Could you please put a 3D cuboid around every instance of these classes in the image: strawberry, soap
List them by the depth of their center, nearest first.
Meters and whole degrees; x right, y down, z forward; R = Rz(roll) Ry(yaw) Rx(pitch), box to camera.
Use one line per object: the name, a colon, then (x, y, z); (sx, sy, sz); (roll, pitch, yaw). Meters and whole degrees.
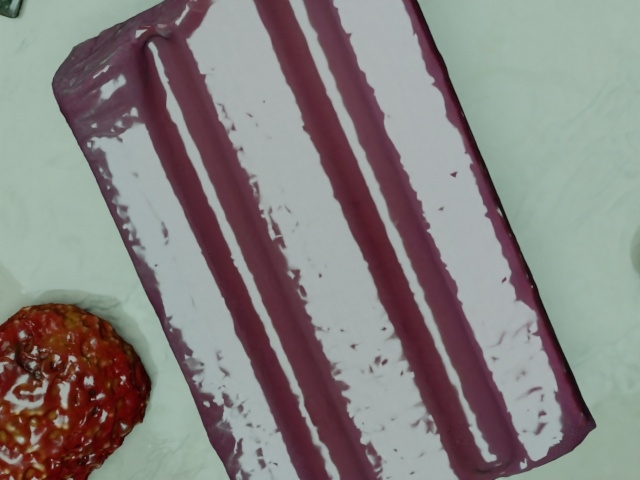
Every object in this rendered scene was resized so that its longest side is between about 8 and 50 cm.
soap: (0.000, 0.000, 0.958); (0.233, 0.128, 0.359); (-23, 96, 4)
strawberry: (-0.193, 0.134, 1.009); (0.121, 0.082, 0.188); (26, 95, -4)

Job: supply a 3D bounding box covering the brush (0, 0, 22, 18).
brush: (-0.290, -0.193, 0.996); (0.190, 0.027, 0.034); (20, 96, 1)
